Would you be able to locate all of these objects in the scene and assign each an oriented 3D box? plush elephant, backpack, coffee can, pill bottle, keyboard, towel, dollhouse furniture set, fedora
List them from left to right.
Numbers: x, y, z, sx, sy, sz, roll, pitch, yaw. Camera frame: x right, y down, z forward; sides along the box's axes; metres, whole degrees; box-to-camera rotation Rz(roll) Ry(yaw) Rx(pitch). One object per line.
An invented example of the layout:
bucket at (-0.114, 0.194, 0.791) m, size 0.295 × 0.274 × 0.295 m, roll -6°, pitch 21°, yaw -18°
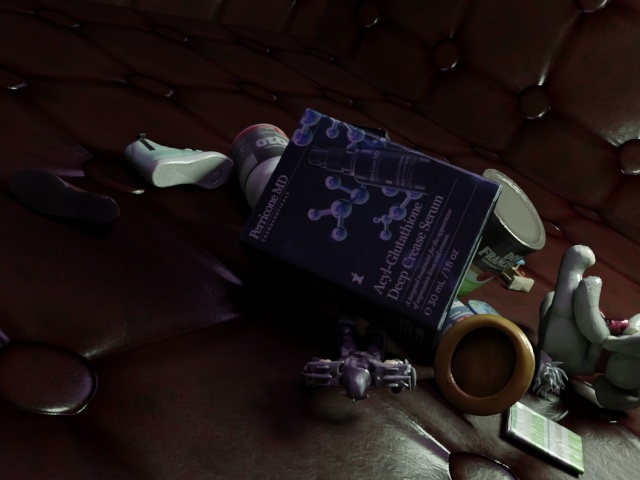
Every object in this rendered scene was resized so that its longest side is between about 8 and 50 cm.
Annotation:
pill bottle at (-0.111, -0.150, 1.774) m, size 0.161 × 0.161 × 0.283 m, roll 12°, pitch 26°, yaw -27°
keyboard at (0.128, -0.171, 1.466) m, size 0.108 × 0.023 × 0.180 m, roll 21°, pitch -13°, yaw 24°
pill bottle at (0.245, 0.160, 1.533) m, size 0.107 × 0.108 × 0.180 m, roll 2°, pitch 32°, yaw -41°
coffee can at (0.321, 0.002, 1.652) m, size 0.201 × 0.275 × 0.202 m, roll 29°, pitch 41°, yaw -28°
backpack at (0.331, 0.179, 1.605) m, size 0.114 × 0.084 × 0.105 m, roll 6°, pitch 27°, yaw -30°
fedora at (0.306, 0.237, 1.403) m, size 0.194 × 0.194 × 0.079 m, roll 36°, pitch -11°, yaw 25°
dollhouse furniture set at (0.537, 0.036, 2.044) m, size 0.128 × 0.129 × 0.184 m, roll 10°, pitch 26°, yaw -31°
towel at (0.411, 0.363, 1.380) m, size 0.152 × 0.023 × 0.113 m, roll 29°, pitch 26°, yaw 5°
plush elephant at (0.604, 0.212, 1.590) m, size 0.255 × 0.272 × 0.330 m, roll 15°, pitch 51°, yaw 11°

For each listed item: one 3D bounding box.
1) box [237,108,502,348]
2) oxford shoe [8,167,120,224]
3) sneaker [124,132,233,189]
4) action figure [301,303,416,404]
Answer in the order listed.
box at (0.095, -0.019, 1.417) m, size 0.395 × 0.294 × 0.212 m, roll 23°, pitch -14°, yaw 12°
oxford shoe at (-0.478, -0.074, 1.406) m, size 0.212 × 0.076 × 0.076 m, roll 21°, pitch -7°, yaw -1°
sneaker at (-0.327, -0.190, 1.739) m, size 0.151 × 0.094 × 0.255 m, roll 36°, pitch 25°, yaw 32°
action figure at (0.068, 0.204, 1.254) m, size 0.185 × 0.099 × 0.285 m, roll 11°, pitch 15°, yaw 3°
